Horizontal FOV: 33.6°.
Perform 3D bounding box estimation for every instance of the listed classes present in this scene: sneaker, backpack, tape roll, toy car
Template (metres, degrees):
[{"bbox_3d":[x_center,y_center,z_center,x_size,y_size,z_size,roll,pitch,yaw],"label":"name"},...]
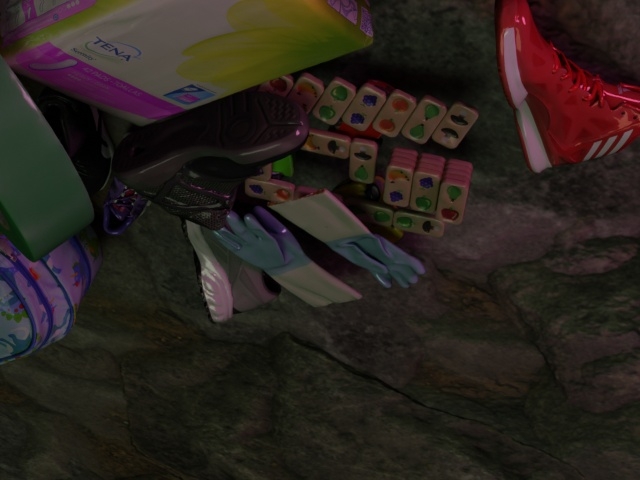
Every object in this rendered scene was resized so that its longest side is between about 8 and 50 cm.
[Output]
[{"bbox_3d":[0.245,-0.160,1.025,0.128,0.087,0.221,-9,144,18],"label":"sneaker"},{"bbox_3d":[-0.447,-0.010,1.344,0.290,0.273,0.355,-19,139,26],"label":"backpack"},{"bbox_3d":[-0.117,-0.018,1.310,0.108,0.100,0.271,-14,130,-1],"label":"sneaker"},{"bbox_3d":[-0.231,-0.064,1.308,0.068,0.071,0.170,23,138,-3],"label":"sneaker"},{"bbox_3d":[-0.350,-0.127,1.048,0.321,0.077,0.321,47,163,19],"label":"tape roll"},{"bbox_3d":[-0.303,-0.108,1.249,0.079,0.121,0.216,16,139,6],"label":"sneaker"},{"bbox_3d":[-0.011,-0.102,1.195,0.225,0.053,0.239,9,137,13],"label":"toy car"},{"bbox_3d":[-0.097,-0.083,1.137,0.228,0.087,0.130,-16,144,24],"label":"sneaker"}]

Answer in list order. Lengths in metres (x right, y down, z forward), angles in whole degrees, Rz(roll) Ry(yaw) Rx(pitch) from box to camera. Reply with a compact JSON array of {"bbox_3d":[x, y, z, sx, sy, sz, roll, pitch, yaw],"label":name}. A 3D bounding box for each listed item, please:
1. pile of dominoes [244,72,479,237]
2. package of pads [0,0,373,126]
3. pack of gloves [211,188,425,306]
[{"bbox_3d":[0.034,-0.082,1.126,0.251,0.040,0.196,12,138,8],"label":"pile of dominoes"},{"bbox_3d":[-0.131,-0.216,0.993,0.297,0.101,0.229,-16,161,25],"label":"package of pads"},{"bbox_3d":[0.000,0.000,1.250,0.195,0.046,0.232,-14,145,36],"label":"pack of gloves"}]
